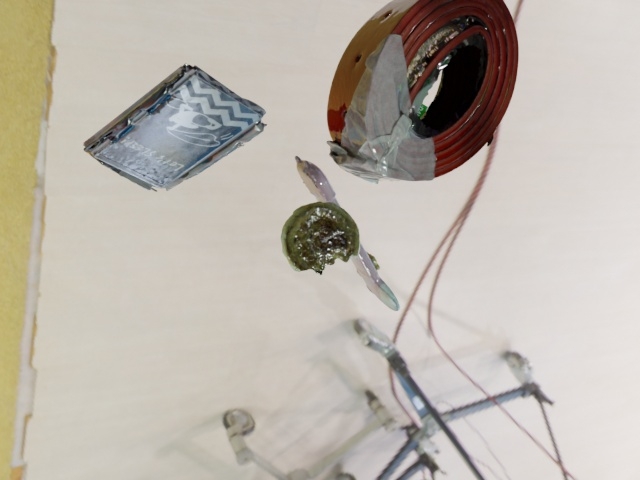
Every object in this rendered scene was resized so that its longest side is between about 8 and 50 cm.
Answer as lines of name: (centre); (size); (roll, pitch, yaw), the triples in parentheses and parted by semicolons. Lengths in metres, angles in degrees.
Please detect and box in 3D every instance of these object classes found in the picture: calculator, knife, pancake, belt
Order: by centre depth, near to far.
belt: (0.144, -0.211, 1.057); (0.227, 0.115, 0.323); (41, 76, -25)
calculator: (-0.224, -0.160, 1.148); (0.274, 0.028, 0.166); (-26, 140, 34)
pancake: (-0.002, -0.006, 1.216); (0.130, 0.022, 0.116); (-25, 94, -10)
knife: (0.060, -0.009, 1.505); (0.038, 0.132, 0.398); (-41, 123, -13)

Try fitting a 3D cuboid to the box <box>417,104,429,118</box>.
box: (0.150, -0.249, 1.419); (0.207, 0.041, 0.049); (29, 85, -1)
